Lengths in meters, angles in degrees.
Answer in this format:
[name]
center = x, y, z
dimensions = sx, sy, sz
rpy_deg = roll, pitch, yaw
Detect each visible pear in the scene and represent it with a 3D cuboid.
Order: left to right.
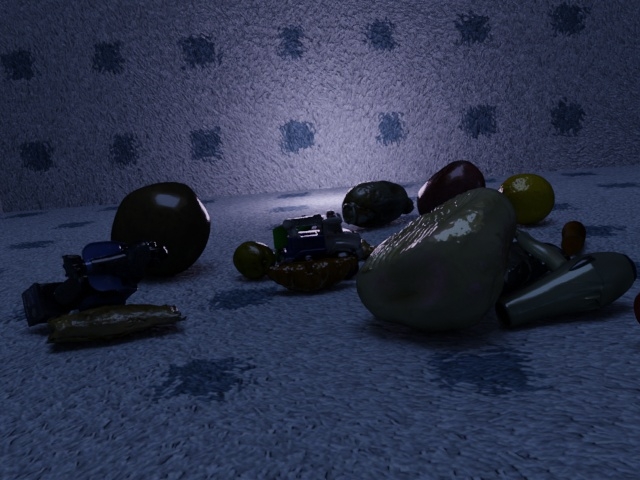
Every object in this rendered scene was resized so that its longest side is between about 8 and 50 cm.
[pear]
center = -0.181, 0.052, 1.846
dimensions = 0.107, 0.107, 0.131
rpy_deg = -12, 6, -35

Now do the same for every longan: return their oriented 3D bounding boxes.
[longan]
center = -0.470, -0.029, 1.993
dimensions = 0.288, 0.289, 0.350
rpy_deg = -14, 4, -42

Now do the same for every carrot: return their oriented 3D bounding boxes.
[carrot]
center = 0.710, -0.011, 1.904
dimensions = 0.067, 0.067, 0.225
rpy_deg = 0, 13, 22

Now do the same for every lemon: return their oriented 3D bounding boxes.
[lemon]
center = 0.689, -0.141, 2.289
dimensions = 0.193, 0.181, 0.180
rpy_deg = 13, 13, 4

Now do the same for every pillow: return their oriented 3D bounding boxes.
[pillow]
center = 0.437, 0.061, 1.569
dimensions = 0.335, 0.093, 0.161
rpy_deg = -15, 18, -43

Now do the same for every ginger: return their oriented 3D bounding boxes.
[ginger]
center = 0.107, 0.019, 2.031
dimensions = 0.193, 0.053, 0.176
rpy_deg = -2, 17, 19

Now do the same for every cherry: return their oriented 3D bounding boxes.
[cherry]
center = 0.422, -0.122, 2.195
dimensions = 0.212, 0.285, 0.236
rpy_deg = 29, 21, -13

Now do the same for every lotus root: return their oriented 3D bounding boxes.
[lotus root]
center = 0.211, -0.140, 2.510
dimensions = 0.349, 0.175, 0.175
rpy_deg = -11, 12, -43

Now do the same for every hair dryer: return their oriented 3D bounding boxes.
[hair dryer]
center = 0.436, 0.080, 1.375
dimensions = 0.295, 0.119, 0.298
rpy_deg = -29, 34, -33

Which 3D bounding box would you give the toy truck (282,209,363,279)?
[toy truck]
center = 0.004, 0.010, 1.796
dimensions = 0.213, 0.177, 0.161
rpy_deg = -6, 10, -6

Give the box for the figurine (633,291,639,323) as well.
[figurine]
center = 0.618, 0.106, 1.075
dimensions = 0.173, 0.173, 0.173
rpy_deg = -4, 11, 1

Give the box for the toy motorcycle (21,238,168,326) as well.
[toy motorcycle]
center = -0.488, 0.087, 1.464
dimensions = 0.212, 0.125, 0.358
rpy_deg = -6, -19, -47

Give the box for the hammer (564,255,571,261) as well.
[hammer]
center = 0.602, 0.041, 1.805
dimensions = 0.065, 0.021, 0.178
rpy_deg = -5, 8, -2

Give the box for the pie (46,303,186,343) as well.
[pie]
center = -0.429, 0.170, 1.437
dimensions = 0.282, 0.069, 0.128
rpy_deg = -5, 5, -17

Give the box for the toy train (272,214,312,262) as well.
[toy train]
center = -0.074, -0.007, 2.070
dimensions = 0.084, 0.119, 0.251
rpy_deg = -2, 12, 19

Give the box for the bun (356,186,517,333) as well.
[bun]
center = 0.248, 0.055, 1.344
dimensions = 0.361, 0.213, 0.361
rpy_deg = -32, 6, 4

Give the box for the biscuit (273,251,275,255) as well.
[biscuit]
center = -0.177, 0.055, 2.047
dimensions = 0.071, 0.018, 0.147
rpy_deg = 5, 15, 36

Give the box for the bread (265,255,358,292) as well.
[bread]
center = -0.016, 0.086, 1.673
dimensions = 0.232, 0.076, 0.105
rpy_deg = -9, 6, -7

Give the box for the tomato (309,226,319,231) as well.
[tomato]
center = 0.000, 0.000, 1.950
dimensions = 0.155, 0.069, 0.156
rpy_deg = -26, -16, -8
